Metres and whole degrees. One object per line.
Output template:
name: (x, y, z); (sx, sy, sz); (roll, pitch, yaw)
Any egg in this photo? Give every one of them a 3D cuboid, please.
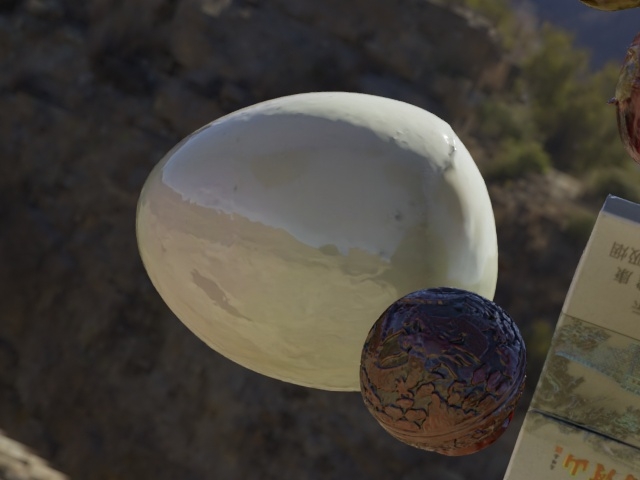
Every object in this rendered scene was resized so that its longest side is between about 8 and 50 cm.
egg: (0.000, 0.000, 1.702); (0.345, 0.283, 0.283); (4, 14, -12)

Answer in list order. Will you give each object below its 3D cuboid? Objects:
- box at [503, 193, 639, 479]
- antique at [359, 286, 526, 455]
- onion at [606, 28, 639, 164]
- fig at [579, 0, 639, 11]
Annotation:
box: (0.268, 0.110, 1.504); (0.164, 0.256, 0.069); (20, 18, 8)
antique: (0.071, 0.074, 1.066); (0.104, 0.104, 0.104); (24, 9, -4)
onion: (0.357, -0.123, 1.620); (0.195, 0.159, 0.159); (13, 12, -12)
fig: (0.233, -0.259, 1.458); (0.136, 0.153, 0.121); (8, 16, 19)
